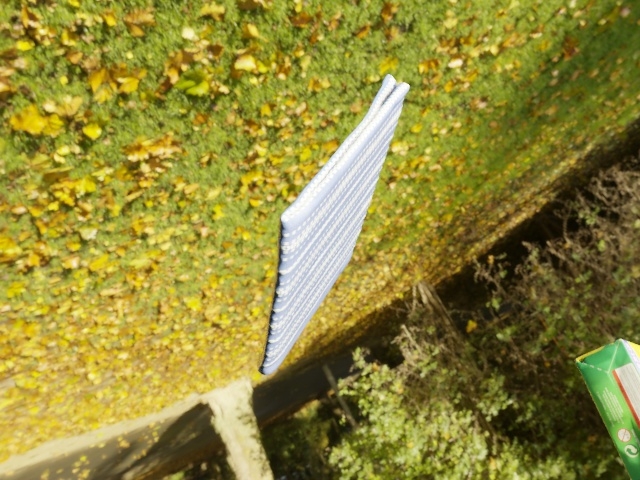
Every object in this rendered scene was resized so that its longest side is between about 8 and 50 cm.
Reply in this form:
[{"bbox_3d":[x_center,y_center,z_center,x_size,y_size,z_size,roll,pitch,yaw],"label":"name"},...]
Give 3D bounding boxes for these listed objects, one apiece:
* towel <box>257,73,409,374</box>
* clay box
[{"bbox_3d":[0.000,0.000,0.626,0.243,0.040,0.336,-55,167,-35],"label":"towel"},{"bbox_3d":[0.345,0.177,0.512,0.222,0.127,0.053,18,135,-35],"label":"clay box"}]
